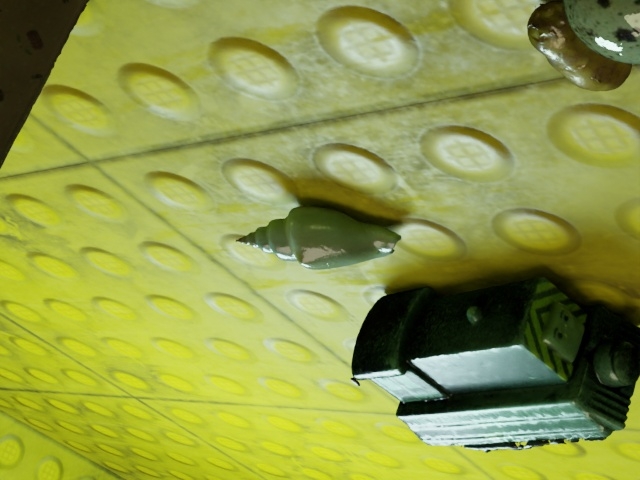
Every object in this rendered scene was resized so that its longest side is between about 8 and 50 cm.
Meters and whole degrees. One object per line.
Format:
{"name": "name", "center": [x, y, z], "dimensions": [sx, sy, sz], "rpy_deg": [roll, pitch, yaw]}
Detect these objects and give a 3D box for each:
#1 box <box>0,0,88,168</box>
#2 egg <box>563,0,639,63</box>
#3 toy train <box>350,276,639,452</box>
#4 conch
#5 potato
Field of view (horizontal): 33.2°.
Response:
{"name": "box", "center": [-0.289, -0.129, 0.736], "dimensions": [0.190, 0.297, 0.225], "rpy_deg": [30, 169, -20]}
{"name": "egg", "center": [0.199, -0.148, 0.639], "dimensions": [0.110, 0.085, 0.085], "rpy_deg": [-6, 144, 36]}
{"name": "toy train", "center": [0.180, 0.132, 1.163], "dimensions": [0.178, 0.138, 0.330], "rpy_deg": [38, 149, -24]}
{"name": "conch", "center": [-0.002, 0.005, 1.120], "dimensions": [0.180, 0.065, 0.088], "rpy_deg": [3, 149, 15]}
{"name": "potato", "center": [0.174, -0.134, 0.735], "dimensions": [0.092, 0.046, 0.045], "rpy_deg": [26, 113, -32]}
